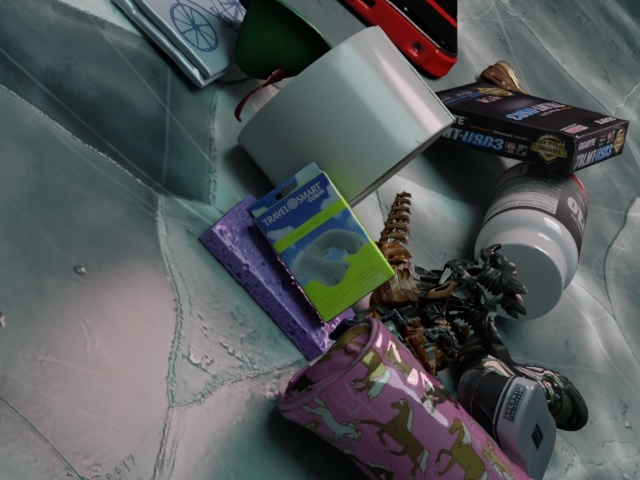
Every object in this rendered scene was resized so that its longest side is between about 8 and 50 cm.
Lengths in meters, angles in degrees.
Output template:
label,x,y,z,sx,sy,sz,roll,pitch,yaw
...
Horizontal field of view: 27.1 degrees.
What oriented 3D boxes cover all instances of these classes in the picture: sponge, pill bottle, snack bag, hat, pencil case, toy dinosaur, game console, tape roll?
label,x,y,z,sx,sy,sz,roll,pitch,yaw
sponge,-0.051,0.045,1.669,0.210,0.031,0.117,49,31,-5
pill bottle,0.331,-0.001,2.095,0.161,0.161,0.283,44,31,-10
snack bag,-0.219,-0.390,1.921,0.342,0.037,0.323,47,30,-4
hat,-0.095,-0.232,1.856,0.173,0.184,0.208,31,-10,23
pencil case,0.132,0.265,1.538,0.386,0.160,0.167,44,10,-10
toy dinosaur,0.142,0.081,1.748,0.218,0.164,0.322,-3,82,-11
game console,0.108,-0.491,2.458,0.386,0.060,0.342,39,27,-19
tape roll,0.032,-0.146,1.780,0.169,0.246,0.246,50,30,2

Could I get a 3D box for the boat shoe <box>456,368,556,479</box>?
label,x,y,z,sx,sy,sz,roll,pitch,yaw
boat shoe,0.226,0.250,1.679,0.113,0.105,0.306,-64,155,-17

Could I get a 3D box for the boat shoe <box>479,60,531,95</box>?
label,x,y,z,sx,sy,sz,roll,pitch,yaw
boat shoe,0.366,-0.260,2.537,0.060,0.064,0.178,-25,73,-28

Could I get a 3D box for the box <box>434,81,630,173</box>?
label,x,y,z,sx,sy,sz,roll,pitch,yaw
box,0.338,-0.194,2.244,0.293,0.073,0.295,16,18,26

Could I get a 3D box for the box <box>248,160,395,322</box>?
label,x,y,z,sx,sy,sz,roll,pitch,yaw
box,0.000,0.000,1.646,0.178,0.109,0.042,55,-2,6

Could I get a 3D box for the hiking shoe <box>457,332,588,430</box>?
label,x,y,z,sx,sy,sz,roll,pitch,yaw
hiking shoe,0.280,0.228,1.872,0.226,0.086,0.114,30,43,-15
